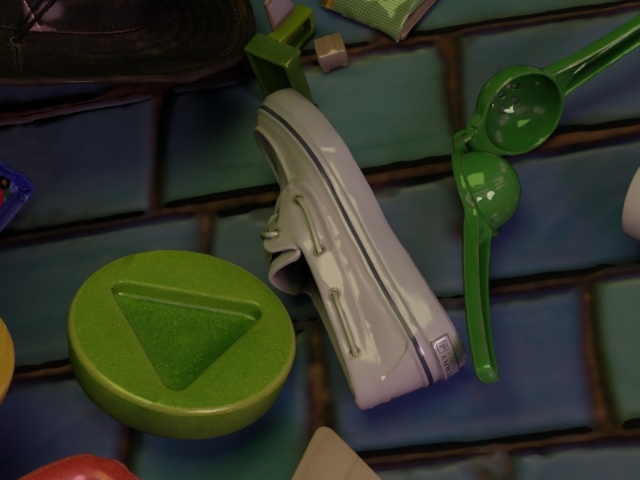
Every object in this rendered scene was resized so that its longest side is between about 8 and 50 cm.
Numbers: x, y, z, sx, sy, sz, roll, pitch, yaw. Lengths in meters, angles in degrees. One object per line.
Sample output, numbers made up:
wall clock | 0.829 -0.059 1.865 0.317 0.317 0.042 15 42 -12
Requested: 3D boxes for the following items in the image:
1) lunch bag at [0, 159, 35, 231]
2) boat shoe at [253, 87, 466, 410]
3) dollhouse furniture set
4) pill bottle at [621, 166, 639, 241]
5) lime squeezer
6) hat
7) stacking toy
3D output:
lunch bag | -0.362 0.027 1.063 0.221 0.138 0.293 20 73 26
boat shoe | 0.000 0.000 0.988 0.076 0.083 0.226 -27 52 -7
dollhouse furniture set | 0.012 -0.154 1.119 0.076 0.058 0.151 27 65 31
pill bottle | 0.232 -0.006 0.938 0.120 0.067 0.067 21 62 29
lime squeezer | 0.127 -0.045 1.001 0.110 0.059 0.310 18 60 28
hat | -0.199 -0.208 1.085 0.331 0.134 0.331 7 30 -4
stacking toy | -0.123 0.149 0.928 0.279 0.130 0.309 -14 49 -29
